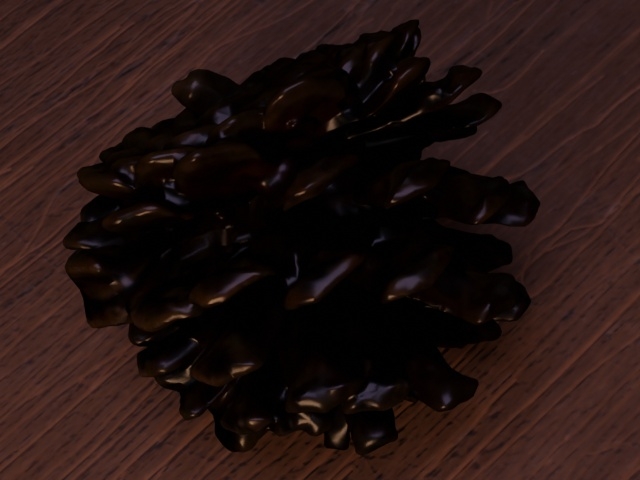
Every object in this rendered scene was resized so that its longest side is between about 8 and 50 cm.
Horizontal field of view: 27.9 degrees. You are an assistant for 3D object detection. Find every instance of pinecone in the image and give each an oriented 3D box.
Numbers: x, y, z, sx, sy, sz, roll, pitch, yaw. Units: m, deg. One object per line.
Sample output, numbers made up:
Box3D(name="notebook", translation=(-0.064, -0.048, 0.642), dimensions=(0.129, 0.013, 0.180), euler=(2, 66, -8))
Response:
Box3D(name="pinecone", translation=(0.000, 0.000, 1.087), dimensions=(0.398, 0.397, 0.397), euler=(-5, 58, 9))
